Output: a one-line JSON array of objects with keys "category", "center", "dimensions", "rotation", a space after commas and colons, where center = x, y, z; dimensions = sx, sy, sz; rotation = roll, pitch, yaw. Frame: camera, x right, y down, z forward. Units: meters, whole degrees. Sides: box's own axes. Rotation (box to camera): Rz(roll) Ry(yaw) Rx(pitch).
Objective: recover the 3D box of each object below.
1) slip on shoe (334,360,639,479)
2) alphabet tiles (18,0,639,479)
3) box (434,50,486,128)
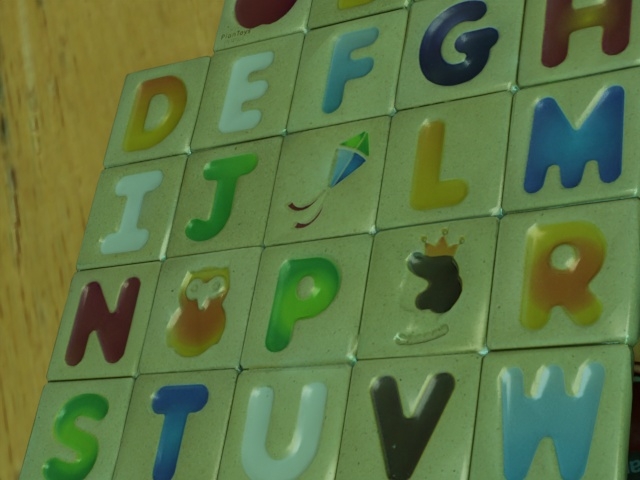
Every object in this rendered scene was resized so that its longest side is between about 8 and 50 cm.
[{"category": "slip on shoe", "center": [0.018, 0.112, 0.530], "dimensions": [0.331, 0.101, 0.123], "rotation": [-12, 68, 15]}, {"category": "alphabet tiles", "center": [0.000, 0.000, 0.541], "dimensions": [0.285, 0.011, 0.343], "rotation": [-7, 60, 34]}, {"category": "box", "center": [0.207, -0.107, 0.561], "dimensions": [0.169, 0.087, 0.290], "rotation": [34, 83, 26]}]
